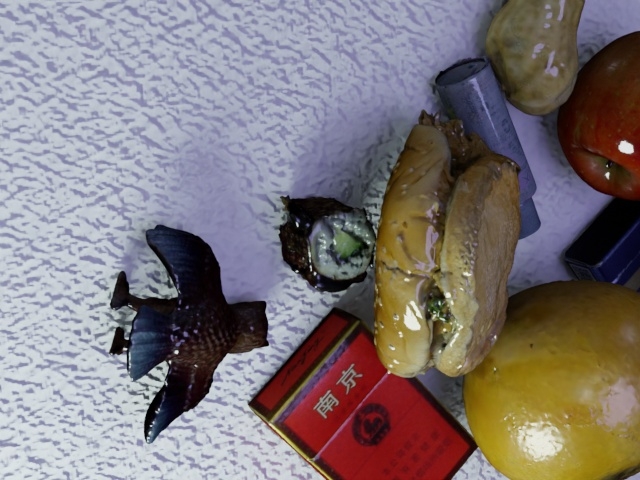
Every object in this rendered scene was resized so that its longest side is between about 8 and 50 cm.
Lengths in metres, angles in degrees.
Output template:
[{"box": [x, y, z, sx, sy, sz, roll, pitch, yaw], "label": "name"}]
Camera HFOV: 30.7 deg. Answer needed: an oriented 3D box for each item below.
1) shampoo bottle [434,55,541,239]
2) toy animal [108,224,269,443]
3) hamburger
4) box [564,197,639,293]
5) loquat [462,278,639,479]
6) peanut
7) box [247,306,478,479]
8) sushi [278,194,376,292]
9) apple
[{"box": [0.195, -0.099, 1.320, 0.072, 0.072, 0.214, -33, 114, -17], "label": "shampoo bottle"}, {"box": [-0.122, 0.094, 1.170, 0.180, 0.116, 0.218, 1, 95, -27], "label": "toy animal"}, {"box": [0.128, 0.005, 1.214, 0.146, 0.243, 0.286, 10, 88, 13], "label": "hamburger"}, {"box": [0.433, 0.055, 1.475, 0.168, 0.071, 0.259, -45, 117, -12], "label": "box"}, {"box": [0.292, 0.168, 1.320, 0.263, 0.263, 0.263, -6, 104, -26], "label": "loquat"}, {"box": [0.239, -0.253, 1.291, 0.103, 0.098, 0.229, -5, 101, -38], "label": "peanut"}, {"box": [0.053, 0.208, 1.312, 0.153, 0.074, 0.240, -46, 116, -7], "label": "box"}, {"box": [0.001, 0.000, 1.232, 0.098, 0.084, 0.094, -3, 106, -22], "label": "sushi"}, {"box": [0.364, -0.141, 1.337, 0.181, 0.181, 0.168, 50, 64, -27], "label": "apple"}]
